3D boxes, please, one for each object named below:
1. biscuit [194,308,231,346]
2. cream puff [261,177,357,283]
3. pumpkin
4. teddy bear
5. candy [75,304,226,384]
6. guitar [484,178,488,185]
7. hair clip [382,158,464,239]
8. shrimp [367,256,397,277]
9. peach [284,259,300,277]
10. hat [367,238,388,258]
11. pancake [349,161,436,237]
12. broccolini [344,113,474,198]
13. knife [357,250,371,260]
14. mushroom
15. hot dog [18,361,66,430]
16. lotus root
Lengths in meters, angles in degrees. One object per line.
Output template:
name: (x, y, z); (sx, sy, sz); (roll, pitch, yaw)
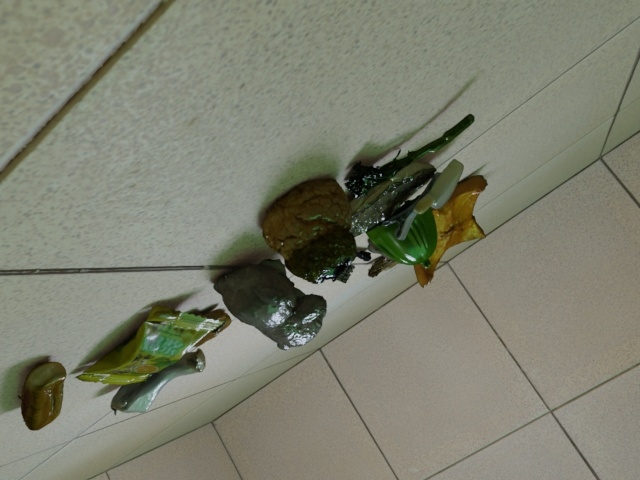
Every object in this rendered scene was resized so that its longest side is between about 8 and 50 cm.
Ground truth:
biscuit: (-0.304, 0.222, 1.377); (0.184, 0.035, 0.249); (-34, 166, 9)
cream puff: (0.000, 0.000, 1.017); (0.183, 0.169, 0.183); (-31, 165, -10)
pumpkin: (0.380, -0.034, 1.686); (0.290, 0.095, 0.258); (-34, 133, -14)
teddy bear: (-0.103, 0.134, 1.207); (0.267, 0.236, 0.151); (50, 53, -45)
candy: (-0.364, 0.237, 1.192); (0.297, 0.081, 0.187); (-40, 145, 23)
guitar: (0.421, -0.101, 1.778); (0.271, 0.084, 0.038); (-41, 168, 8)
hair clip: (0.234, -0.092, 1.242); (0.218, 0.071, 0.159); (-48, 169, 15)
shrimp: (0.255, 0.062, 1.979); (0.236, 0.053, 0.133); (-28, 167, -30)
peach: (-0.029, 0.038, 1.244); (0.101, 0.100, 0.100); (-30, 165, -9)
hat: (0.218, 0.017, 1.690); (0.147, 0.085, 0.175); (-30, 165, -10)
pancake: (0.139, -0.086, 1.251); (0.282, 0.049, 0.282); (-35, 166, -10)
broccolini: (0.158, -0.162, 1.029); (0.272, 0.062, 0.123); (-31, -178, 16)
knife: (0.095, 0.044, 1.651); (0.060, 0.028, 0.230); (-20, 167, 18)
mushroom: (-0.436, 0.376, 1.500); (0.278, 0.096, 0.099); (-34, 167, -10)
hot dog: (-0.545, 0.306, 1.101); (0.088, 0.061, 0.286); (-23, 162, -43)
lotus root: (0.230, -0.003, 1.410); (0.186, 0.186, 0.186); (-30, 165, -9)
